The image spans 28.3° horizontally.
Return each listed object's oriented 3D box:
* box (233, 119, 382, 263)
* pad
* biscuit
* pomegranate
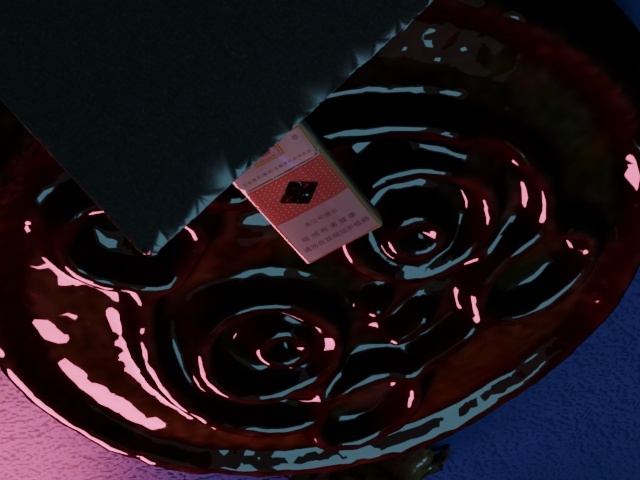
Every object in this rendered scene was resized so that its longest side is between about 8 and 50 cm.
[{"bbox_3d":[-0.009,-0.024,0.617,0.046,0.012,0.083,-27,134,16],"label":"box"},{"bbox_3d":[-0.048,-0.111,0.552,0.211,0.003,0.143,-41,94,12],"label":"pad"},{"bbox_3d":[0.000,0.000,0.712,0.408,0.091,0.407,-7,137,-6],"label":"biscuit"},{"bbox_3d":[0.037,0.198,0.932,0.161,0.122,0.122,-46,142,-21],"label":"pomegranate"}]
